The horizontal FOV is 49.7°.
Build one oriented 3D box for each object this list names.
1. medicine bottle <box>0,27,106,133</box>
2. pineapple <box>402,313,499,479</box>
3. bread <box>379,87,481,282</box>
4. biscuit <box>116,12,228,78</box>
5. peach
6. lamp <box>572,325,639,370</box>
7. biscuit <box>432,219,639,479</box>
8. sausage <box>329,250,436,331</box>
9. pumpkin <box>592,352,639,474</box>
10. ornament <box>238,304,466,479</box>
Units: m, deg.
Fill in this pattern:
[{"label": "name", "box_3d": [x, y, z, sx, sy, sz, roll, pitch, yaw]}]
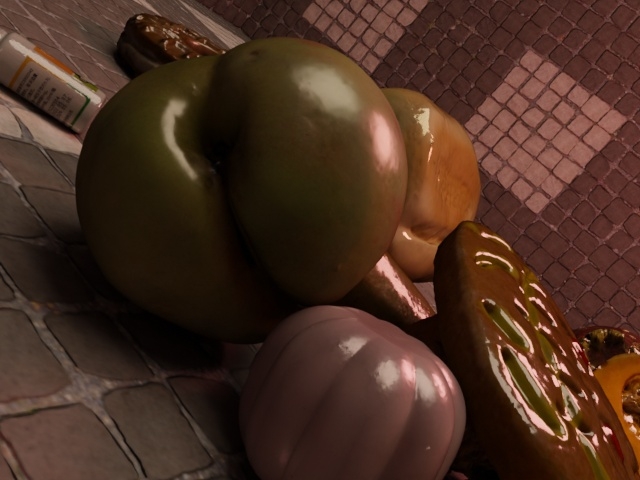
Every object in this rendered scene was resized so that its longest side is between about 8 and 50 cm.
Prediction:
[{"label": "medicine bottle", "box_3d": [-0.370, -0.214, 0.831, 0.221, 0.061, 0.092, 34, -9, -22]}, {"label": "pineapple", "box_3d": [0.179, 0.217, 0.772, 0.278, 0.158, 0.158, 49, 13, -5]}, {"label": "bread", "box_3d": [0.130, -0.101, 1.288, 0.253, 0.348, 0.376, 12, 3, 27]}, {"label": "biscuit", "box_3d": [-0.243, -0.334, 1.369, 0.332, 0.103, 0.332, 30, 19, -12]}, {"label": "peach", "box_3d": [-0.063, -0.045, 0.623, 0.247, 0.292, 0.292, 62, 19, 13]}, {"label": "lamp", "box_3d": [0.564, 0.276, 1.375, 0.247, 0.247, 0.247, 37, 14, -11]}, {"label": "biscuit", "box_3d": [0.239, 0.144, 0.704, 0.350, 0.070, 0.394, 44, 24, -24]}, {"label": "sausage", "box_3d": [-0.001, 0.000, 0.859, 0.501, 0.123, 0.136, 50, -19, -19]}, {"label": "pumpkin", "box_3d": [0.547, 0.371, 1.156, 0.325, 0.242, 0.232, 61, -8, 28]}, {"label": "ornament", "box_3d": [0.020, 0.143, 0.552, 0.177, 0.177, 0.177, 37, 14, -11]}]
